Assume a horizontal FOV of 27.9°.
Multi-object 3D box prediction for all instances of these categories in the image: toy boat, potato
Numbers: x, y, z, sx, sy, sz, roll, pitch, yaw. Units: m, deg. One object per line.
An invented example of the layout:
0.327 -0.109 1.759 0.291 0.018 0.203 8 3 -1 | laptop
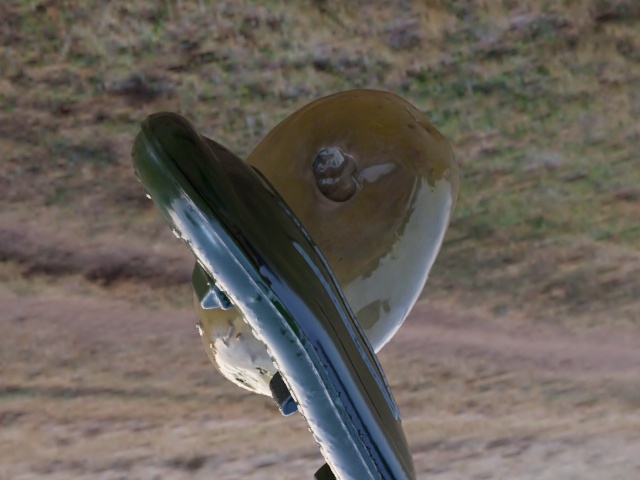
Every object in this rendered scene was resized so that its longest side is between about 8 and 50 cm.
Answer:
-0.012 0.036 0.501 0.052 0.104 0.210 -29 122 -1 | toy boat
0.000 0.000 0.910 0.150 0.234 0.146 35 169 -10 | potato
